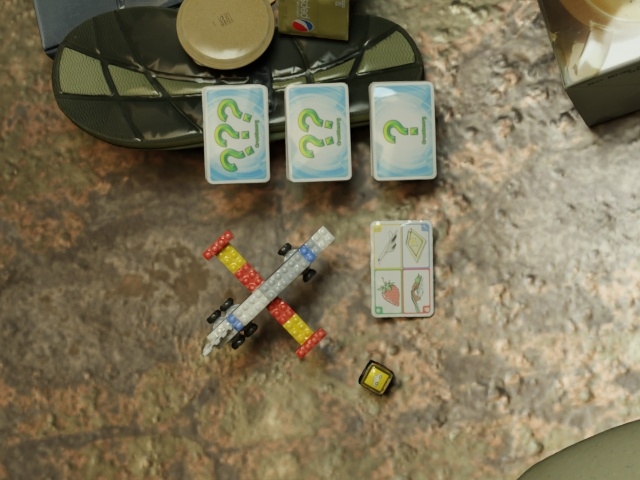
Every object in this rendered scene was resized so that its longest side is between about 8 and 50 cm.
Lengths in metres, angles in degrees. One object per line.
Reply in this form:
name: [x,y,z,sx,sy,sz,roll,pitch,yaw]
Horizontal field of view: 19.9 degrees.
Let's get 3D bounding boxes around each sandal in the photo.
sandal: [-0.068,-0.120,1.478,0.302,0.086,0.120,1,72,2]

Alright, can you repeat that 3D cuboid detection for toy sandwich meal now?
toy sandwich meal: [-0.074,-0.170,1.434,0.085,0.029,0.086,0,73,0]

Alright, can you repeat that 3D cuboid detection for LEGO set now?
LEGO set: [0.000,0.000,1.403,0.182,0.060,0.244,-1,93,-1]

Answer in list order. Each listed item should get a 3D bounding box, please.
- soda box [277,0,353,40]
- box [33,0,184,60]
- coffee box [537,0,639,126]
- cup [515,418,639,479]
soda box: [0.005,-0.252,1.458,0.058,0.061,0.181,6,61,3]
box: [-0.164,-0.281,1.549,0.183,0.059,0.233,-16,73,14]
coffee box: [0.230,-0.261,1.394,0.168,0.119,0.297,-19,73,13]
cup: [0.242,0.245,1.205,0.237,0.331,0.331,10,80,45]
